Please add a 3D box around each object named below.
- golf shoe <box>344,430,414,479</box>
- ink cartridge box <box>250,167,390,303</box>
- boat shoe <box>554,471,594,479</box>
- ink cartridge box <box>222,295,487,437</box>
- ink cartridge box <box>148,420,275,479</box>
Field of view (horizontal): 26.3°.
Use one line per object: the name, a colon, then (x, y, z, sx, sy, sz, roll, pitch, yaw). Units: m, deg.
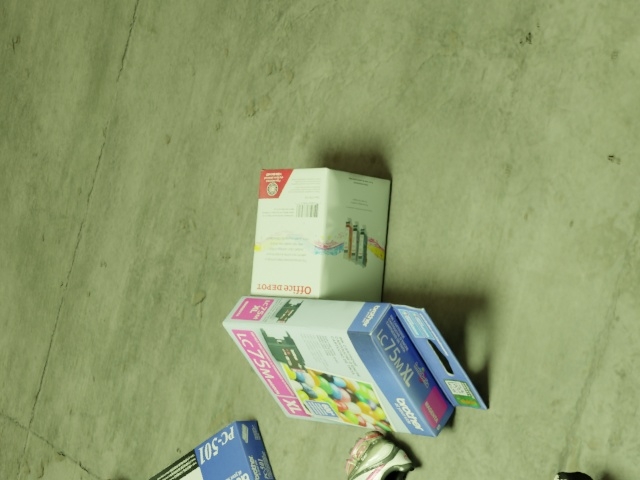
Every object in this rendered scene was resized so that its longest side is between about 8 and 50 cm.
golf shoe: (0.054, 0.339, 1.736, 0.086, 0.067, 0.186, 33, 107, 40)
ink cartridge box: (0.000, 0.000, 1.793, 0.128, 0.127, 0.176, 2, 85, 43)
boat shoe: (0.235, 0.425, 1.468, 0.158, 0.127, 0.341, 34, 97, 55)
ink cartridge box: (0.038, 0.156, 1.707, 0.311, 0.186, 0.065, -1, 41, 42)
ink cartridge box: (-0.158, 0.343, 1.953, 0.207, 0.046, 0.097, -37, 61, 34)
